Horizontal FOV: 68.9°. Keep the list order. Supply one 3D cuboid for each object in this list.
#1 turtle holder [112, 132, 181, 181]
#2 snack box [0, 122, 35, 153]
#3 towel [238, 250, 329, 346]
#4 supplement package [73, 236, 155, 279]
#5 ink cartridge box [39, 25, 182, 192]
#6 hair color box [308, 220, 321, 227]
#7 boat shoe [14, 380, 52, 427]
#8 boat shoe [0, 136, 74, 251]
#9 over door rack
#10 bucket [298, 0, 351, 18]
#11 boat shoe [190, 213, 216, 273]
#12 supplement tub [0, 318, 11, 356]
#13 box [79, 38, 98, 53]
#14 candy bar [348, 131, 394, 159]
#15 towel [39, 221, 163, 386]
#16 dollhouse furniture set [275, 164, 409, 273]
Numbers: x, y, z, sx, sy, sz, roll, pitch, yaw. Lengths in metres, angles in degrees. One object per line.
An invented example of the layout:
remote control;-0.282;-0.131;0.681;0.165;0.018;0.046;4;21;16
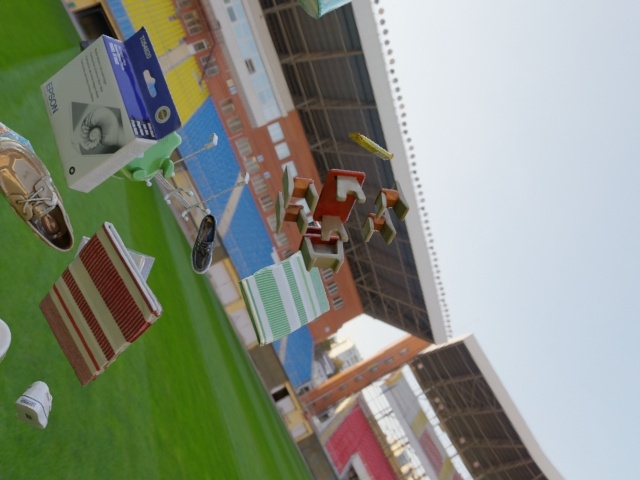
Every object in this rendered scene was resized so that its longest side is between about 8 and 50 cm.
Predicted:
turtle holder;-0.544;-0.315;1.347;0.227;0.320;0.244;14;-46;16
snack box;-0.931;-0.275;1.328;0.321;0.060;0.187;32;-33;12
towel;-0.116;0.187;1.591;0.038;0.324;0.248;-9;-79;46
supplement package;-0.669;0.092;1.511;0.194;0.150;0.203;20;-7;-9
ink cartridge box;-0.363;-0.229;0.792;0.224;0.223;0.045;65;16;17
hair color box;0.000;0.000;1.866;0.167;0.053;0.093;51;17;-57
boat shoe;-0.827;0.483;1.368;0.095;0.084;0.258;31;-42;-13
boat shoe;-0.715;-0.107;1.178;0.110;0.121;0.341;39;-27;29
over door rack;-0.468;-0.226;1.798;0.240;0.324;0.108;53;10;-44
bucket;0.012;-0.499;0.707;0.281;0.183;0.281;58;2;-3
boat shoe;-0.428;0.009;1.732;0.076;0.080;0.229;145;-40;-72
supplement tub;-0.985;0.304;1.346;0.199;0.144;0.145;-33;-98;47
box;-0.737;-0.602;1.510;0.052;0.062;0.083;65;-28;5
candy bar;0.140;-0.253;1.260;0.161;0.018;0.040;21;-12;-41
towel;-0.493;0.146;1.033;0.237;0.329;0.037;55;26;11
dollhouse furniture set;0.024;-0.056;1.049;0.259;0.261;0.135;112;-23;-45
